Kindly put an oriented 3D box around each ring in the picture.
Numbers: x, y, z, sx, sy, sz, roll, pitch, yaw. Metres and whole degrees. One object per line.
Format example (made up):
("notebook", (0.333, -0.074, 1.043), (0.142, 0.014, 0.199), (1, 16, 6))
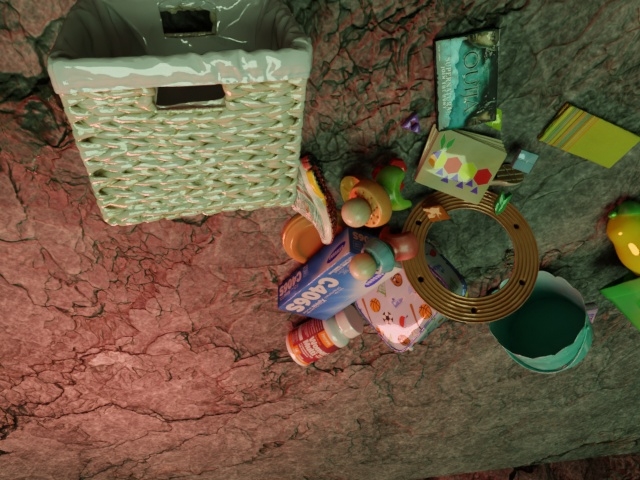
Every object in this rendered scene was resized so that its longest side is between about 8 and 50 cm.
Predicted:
("ring", (0.353, 0.030, 1.157), (0.336, 0.337, 0.032), (-5, 164, -4))

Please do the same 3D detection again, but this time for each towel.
("towel", (0.624, -0.239, 1.125), (0.237, 0.021, 0.102), (14, 136, -21))

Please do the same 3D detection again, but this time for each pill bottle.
("pill bottle", (0.013, 0.284, 1.473), (0.221, 0.121, 0.121), (-32, 130, 22))

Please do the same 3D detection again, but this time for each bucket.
("bucket", (0.653, 0.247, 1.434), (0.281, 0.281, 0.183), (-32, 134, 21))

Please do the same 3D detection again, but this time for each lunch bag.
("lunch bag", (0.229, 0.130, 1.290), (0.114, 0.243, 0.303), (-13, 144, -43))

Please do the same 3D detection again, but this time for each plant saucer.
("plant saucer", (0.000, 0.000, 1.254), (0.199, 0.037, 0.200), (-4, 134, -4))

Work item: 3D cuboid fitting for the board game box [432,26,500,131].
("board game box", (0.293, -0.319, 0.974), (0.126, 0.026, 0.186), (-11, 125, 3))

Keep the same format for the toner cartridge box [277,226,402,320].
("toner cartridge box", (0.039, 0.101, 1.277), (0.165, 0.075, 0.348), (17, 142, -28))

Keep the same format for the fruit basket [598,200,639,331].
("fruit basket", (0.935, 0.043, 1.293), (0.282, 0.392, 0.392), (-18, 140, -27))

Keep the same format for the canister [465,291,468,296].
("canister", (0.335, 0.131, 1.404), (0.126, 0.073, 0.170), (-34, 131, 24))

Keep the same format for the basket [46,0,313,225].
("basket", (-0.201, -0.226, 0.773), (0.328, 0.331, 0.267), (-7, 130, -11))

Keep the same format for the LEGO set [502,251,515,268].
("LEGO set", (0.546, 0.050, 1.395), (0.054, 0.024, 0.083), (2, 147, -7))

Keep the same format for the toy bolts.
("toy bolts", (0.092, -0.029, 1.066), (0.158, 0.218, 0.229), (-32, 115, -30))

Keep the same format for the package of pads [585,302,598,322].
("package of pads", (0.891, 0.246, 1.622), (0.050, 0.032, 0.083), (-9, 135, 4))

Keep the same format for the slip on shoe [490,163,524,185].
("slip on shoe", (0.422, -0.152, 1.166), (0.135, 0.052, 0.041), (-6, 175, -13))

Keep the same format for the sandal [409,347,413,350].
("sandal", (0.287, 0.243, 1.485), (0.076, 0.102, 0.265), (-12, 132, 7))

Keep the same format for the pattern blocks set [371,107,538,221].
("pattern blocks set", (0.309, -0.173, 1.095), (0.324, 0.026, 0.286), (26, 113, -15))

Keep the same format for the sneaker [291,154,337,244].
("sneaker", (-0.021, -0.089, 1.131), (0.092, 0.088, 0.225), (-13, 118, 18))
